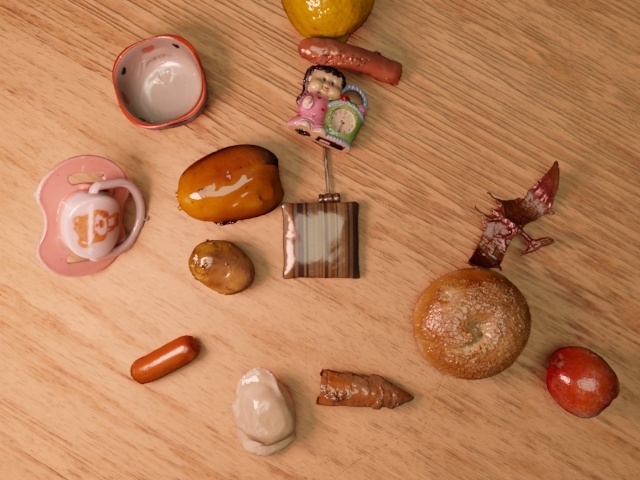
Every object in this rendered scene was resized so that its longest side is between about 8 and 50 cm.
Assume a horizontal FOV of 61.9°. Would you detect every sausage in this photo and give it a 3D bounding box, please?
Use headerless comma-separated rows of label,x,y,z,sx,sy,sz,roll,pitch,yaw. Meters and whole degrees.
sausage,0.086,-0.470,1.387,0.304,0.078,0.078,7,88,-28
sausage,-0.416,0.320,1.423,0.197,0.076,0.076,-28,87,2

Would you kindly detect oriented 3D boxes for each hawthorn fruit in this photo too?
hawthorn fruit,0.653,0.352,1.348,0.172,0.173,0.173,0,88,2

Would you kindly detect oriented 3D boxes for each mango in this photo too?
mango,-0.241,-0.145,1.399,0.287,0.153,0.201,-19,72,-3

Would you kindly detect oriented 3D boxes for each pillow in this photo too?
pillow,0.000,0.000,1.434,0.212,0.052,0.208,-1,91,-2

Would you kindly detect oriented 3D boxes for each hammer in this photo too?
hammer,0.014,-0.245,1.459,0.058,0.029,0.292,-4,86,0

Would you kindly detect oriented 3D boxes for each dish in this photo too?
dish,-0.414,-0.408,1.429,0.256,0.117,0.256,0,88,2

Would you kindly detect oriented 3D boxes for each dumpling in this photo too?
dumpling,-0.148,0.447,1.385,0.162,0.132,0.250,-17,103,-8

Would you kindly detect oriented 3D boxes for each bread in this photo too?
bread,0.389,0.215,1.362,0.305,0.159,0.306,0,88,0

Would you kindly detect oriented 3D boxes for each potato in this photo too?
potato,-0.260,0.069,1.406,0.176,0.137,0.137,37,89,-19

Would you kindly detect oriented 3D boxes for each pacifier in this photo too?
pacifier,-0.615,-0.065,1.372,0.273,0.220,0.332,12,111,3

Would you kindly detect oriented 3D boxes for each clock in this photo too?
clock,0.027,-0.352,1.415,0.193,0.100,0.196,20,81,-13

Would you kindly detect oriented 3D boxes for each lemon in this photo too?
lemon,0.018,-0.646,1.363,0.267,0.267,0.268,0,88,2

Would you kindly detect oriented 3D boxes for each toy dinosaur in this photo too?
toy dinosaur,0.491,-0.045,1.376,0.327,0.113,0.207,-20,76,-6

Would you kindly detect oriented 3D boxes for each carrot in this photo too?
carrot,0.119,0.400,1.405,0.262,0.102,0.102,9,88,-4
